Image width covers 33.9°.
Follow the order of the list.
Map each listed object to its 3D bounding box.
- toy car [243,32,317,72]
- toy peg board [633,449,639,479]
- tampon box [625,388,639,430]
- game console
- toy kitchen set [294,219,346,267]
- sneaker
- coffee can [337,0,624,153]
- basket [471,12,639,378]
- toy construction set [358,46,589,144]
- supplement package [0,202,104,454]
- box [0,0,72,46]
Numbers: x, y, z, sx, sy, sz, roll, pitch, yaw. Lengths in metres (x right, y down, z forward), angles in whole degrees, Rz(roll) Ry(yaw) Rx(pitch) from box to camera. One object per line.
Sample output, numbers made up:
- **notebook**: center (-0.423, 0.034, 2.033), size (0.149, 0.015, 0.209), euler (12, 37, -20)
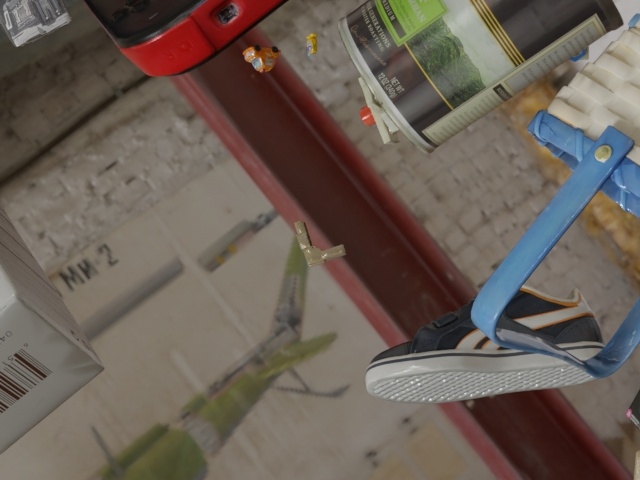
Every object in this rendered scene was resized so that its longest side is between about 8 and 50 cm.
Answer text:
- **toy car**: center (-0.064, -0.292, 1.643), size (0.122, 0.041, 0.060), euler (-11, -10, 40)
- **toy peg board**: center (0.587, 0.429, 1.707), size (0.160, 0.161, 0.079), euler (5, -7, 11)
- **tampon box**: center (0.557, 0.234, 1.570), size (0.120, 0.101, 0.161), euler (-116, 48, -71)
- **game console**: center (-0.057, -0.322, 1.026), size (0.386, 0.060, 0.342), euler (-38, 34, -2)
- **toy kitchen set**: center (0.000, 0.000, 1.943), size (0.075, 0.083, 0.068), euler (-19, -9, 2)
- **sneaker**: center (0.209, 0.133, 1.376), size (0.320, 0.128, 0.126), euler (-4, -28, -9)
- **coffee can**: center (0.188, -0.261, 1.253), size (0.275, 0.202, 0.201), euler (-34, -3, 17)
- **basket**: center (0.260, -0.022, 0.844), size (0.254, 0.201, 0.289), euler (19, -68, -52)
- **toy construction set**: center (0.187, -0.277, 1.458), size (0.327, 0.215, 0.151), euler (-27, 8, 12)
- **supplement package**: center (-0.235, 0.033, 0.655), size (0.105, 0.179, 0.105), euler (-40, -36, -5)
- **box**: center (-0.405, -0.397, 1.215), size (0.076, 0.308, 0.242), euler (-28, 31, -12)
